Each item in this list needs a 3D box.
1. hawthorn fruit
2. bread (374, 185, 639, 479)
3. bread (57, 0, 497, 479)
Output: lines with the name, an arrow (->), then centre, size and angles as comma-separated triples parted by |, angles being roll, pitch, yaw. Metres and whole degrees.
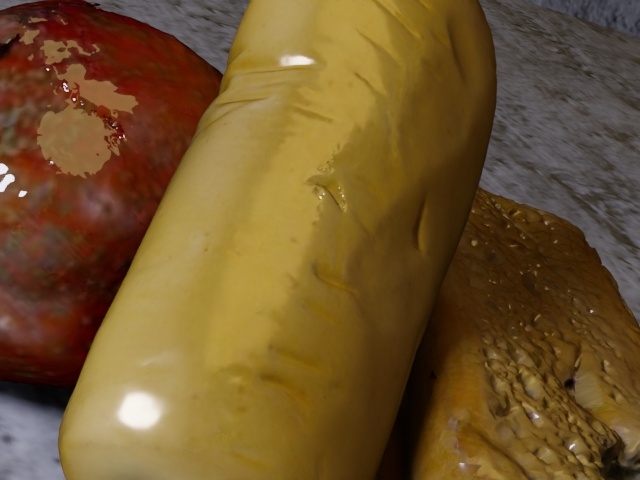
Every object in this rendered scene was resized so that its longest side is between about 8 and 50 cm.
hawthorn fruit -> -0.091, -0.006, 0.834 | 0.235, 0.181, 0.181 | 22, 15, -28
bread -> 0.093, 0.078, 0.892 | 0.185, 0.109, 0.380 | 25, 18, -15
bread -> 0.000, 0.000, 0.754 | 0.142, 0.091, 0.305 | 45, 49, -30
